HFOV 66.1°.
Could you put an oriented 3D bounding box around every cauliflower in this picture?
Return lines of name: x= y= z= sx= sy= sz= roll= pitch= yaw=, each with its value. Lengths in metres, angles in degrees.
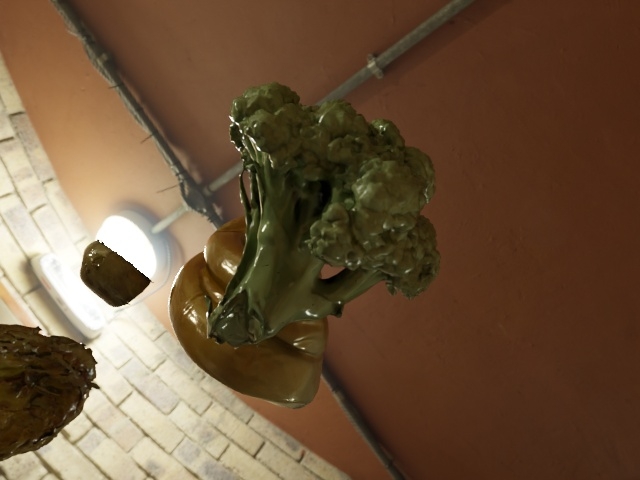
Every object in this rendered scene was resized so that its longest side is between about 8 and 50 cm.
cauliflower: x=0.015 y=-0.017 z=0.550 sx=0.327 sy=0.281 sz=0.260 roll=31 pitch=-34 yaw=-27

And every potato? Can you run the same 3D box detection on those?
potato: x=-0.487 y=0.073 z=1.118 sx=0.138 sy=0.098 sz=0.243 roll=51 pitch=-26 yaw=-23

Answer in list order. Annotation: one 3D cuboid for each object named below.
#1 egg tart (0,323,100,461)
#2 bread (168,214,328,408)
egg tart: x=-0.410 y=0.175 z=0.598 sx=0.098 sy=0.252 sz=0.232 roll=50 pitch=-46 yaw=45
bread: x=-0.088 y=0.114 z=0.911 sx=0.329 sy=0.424 sz=0.245 roll=42 pitch=-81 yaw=-15
